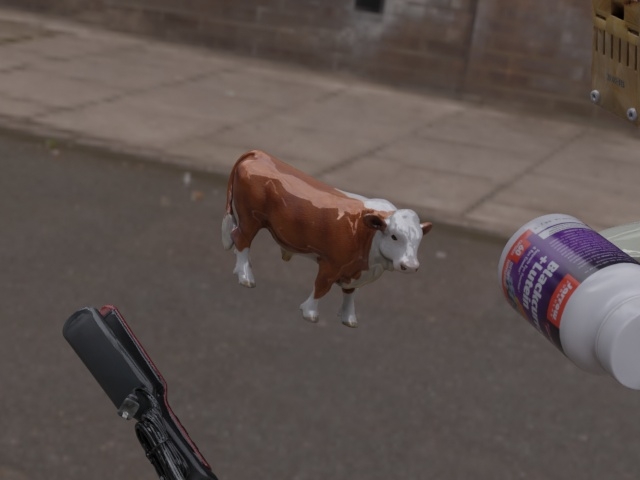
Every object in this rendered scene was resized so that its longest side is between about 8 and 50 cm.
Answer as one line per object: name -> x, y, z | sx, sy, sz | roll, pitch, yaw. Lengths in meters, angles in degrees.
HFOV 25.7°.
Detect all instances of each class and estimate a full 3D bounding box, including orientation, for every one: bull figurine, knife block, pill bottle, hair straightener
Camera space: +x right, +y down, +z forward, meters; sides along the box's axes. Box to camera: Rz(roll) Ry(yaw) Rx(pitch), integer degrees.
bull figurine -> 0.000, 0.000, 1.805 | 0.310, 0.188, 0.101 | 30, 19, 29
knife block -> 0.408, -0.221, 1.490 | 0.242, 0.276, 0.088 | -18, 31, -21
pill bottle -> 0.249, 0.057, 1.273 | 0.108, 0.108, 0.193 | 2, 21, -22
hair straightener -> -0.149, 0.155, 1.171 | 0.230, 0.047, 0.089 | 59, 14, 13

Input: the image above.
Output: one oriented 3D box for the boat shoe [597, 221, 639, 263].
boat shoe -> 0.417, 0.034, 1.631 | 0.109, 0.091, 0.305 | -29, 18, -29
